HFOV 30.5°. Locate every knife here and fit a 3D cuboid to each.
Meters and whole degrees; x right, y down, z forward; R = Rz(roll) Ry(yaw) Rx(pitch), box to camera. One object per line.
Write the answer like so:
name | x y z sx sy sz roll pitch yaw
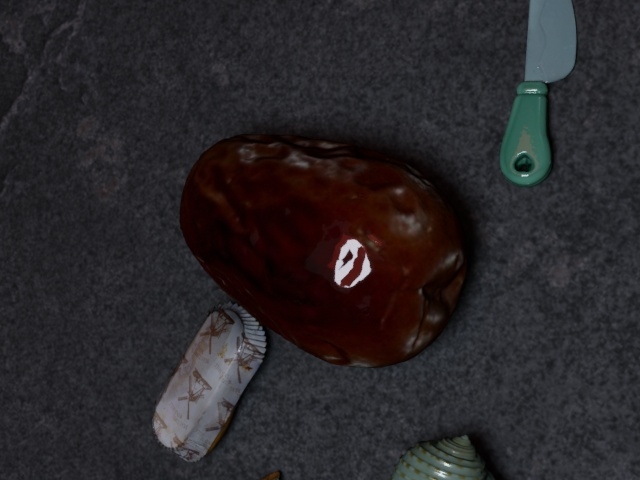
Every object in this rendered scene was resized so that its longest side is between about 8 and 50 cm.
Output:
knife | 0.237 -0.185 1.246 0.063 0.034 0.260 8 85 19

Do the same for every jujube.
jujube | 0.000 0.000 1.242 0.318 0.223 0.223 25 95 30

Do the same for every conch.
conch | 0.136 0.271 1.208 0.135 0.102 0.153 20 127 15

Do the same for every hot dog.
hot dog | -0.129 0.165 1.350 0.108 0.059 0.191 38 104 34

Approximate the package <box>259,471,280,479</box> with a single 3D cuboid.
package | -0.069 0.337 1.323 0.108 0.031 0.121 -29 76 16
